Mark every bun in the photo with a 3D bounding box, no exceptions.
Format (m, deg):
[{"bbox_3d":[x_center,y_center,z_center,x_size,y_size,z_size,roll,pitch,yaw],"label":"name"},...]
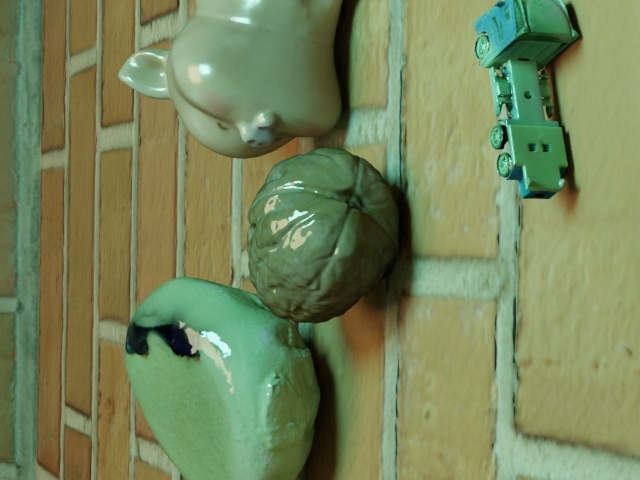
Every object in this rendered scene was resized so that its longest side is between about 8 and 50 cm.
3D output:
[{"bbox_3d":[-0.092,0.166,2.007,0.293,0.187,0.293,40,143,38],"label":"bun"}]

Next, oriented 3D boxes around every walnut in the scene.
[{"bbox_3d":[-0.002,0.000,1.806,0.230,0.178,0.178,118,146,-57],"label":"walnut"}]

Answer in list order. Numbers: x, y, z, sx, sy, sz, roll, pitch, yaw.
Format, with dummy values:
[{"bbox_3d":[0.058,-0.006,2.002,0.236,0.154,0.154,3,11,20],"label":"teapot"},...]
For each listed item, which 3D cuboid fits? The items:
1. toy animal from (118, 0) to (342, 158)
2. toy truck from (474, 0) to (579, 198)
[{"bbox_3d":[-0.078,-0.255,1.956,0.269,0.237,0.326,-46,41,48],"label":"toy animal"},{"bbox_3d":[0.185,-0.127,1.455,0.081,0.067,0.175,140,128,-61],"label":"toy truck"}]
